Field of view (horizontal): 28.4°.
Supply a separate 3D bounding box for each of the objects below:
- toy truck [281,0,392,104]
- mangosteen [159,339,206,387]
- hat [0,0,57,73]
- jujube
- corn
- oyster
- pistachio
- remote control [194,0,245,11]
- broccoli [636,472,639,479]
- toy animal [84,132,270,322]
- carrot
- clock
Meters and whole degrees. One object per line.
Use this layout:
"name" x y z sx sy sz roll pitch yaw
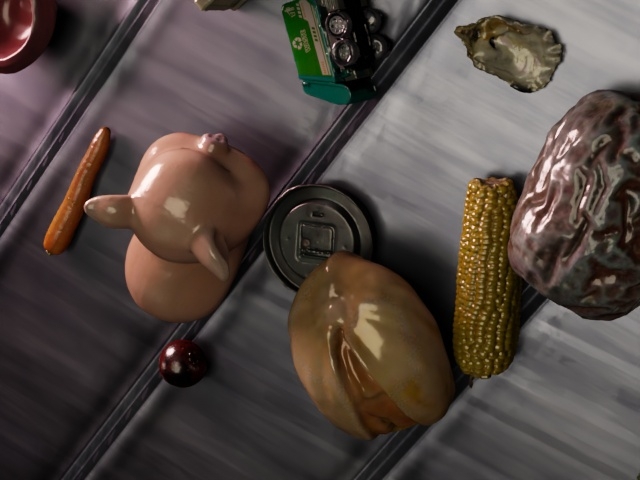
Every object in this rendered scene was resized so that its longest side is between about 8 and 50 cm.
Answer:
"toy truck" 0.018 -0.324 1.860 0.124 0.114 0.253 -14 94 34
"mangosteen" -0.229 0.203 2.070 0.081 0.081 0.081 4 101 21
"hat" -0.504 -0.375 2.067 0.205 0.089 0.205 6 103 26
"jujube" 0.387 -0.050 1.712 0.226 0.226 0.317 28 103 15
"corn" 0.247 0.061 1.846 0.101 0.101 0.310 6 99 21
"oyster" 0.271 -0.265 1.802 0.146 0.045 0.121 -13 92 16
"pistachio" 0.075 0.159 1.858 0.230 0.230 0.309 -17 123 24
"remote control" -0.071 -0.438 1.866 0.285 0.123 0.038 -41 83 25
"broccoli" 0.565 0.325 1.729 0.226 0.176 0.198 15 110 34
"toy animal" -0.203 -0.014 1.917 0.237 0.269 0.326 26 112 10
"carrot" -0.403 -0.081 2.107 0.043 0.043 0.248 32 108 13
"clock" 0.000 0.000 1.962 0.184 0.040 0.184 4 102 21
